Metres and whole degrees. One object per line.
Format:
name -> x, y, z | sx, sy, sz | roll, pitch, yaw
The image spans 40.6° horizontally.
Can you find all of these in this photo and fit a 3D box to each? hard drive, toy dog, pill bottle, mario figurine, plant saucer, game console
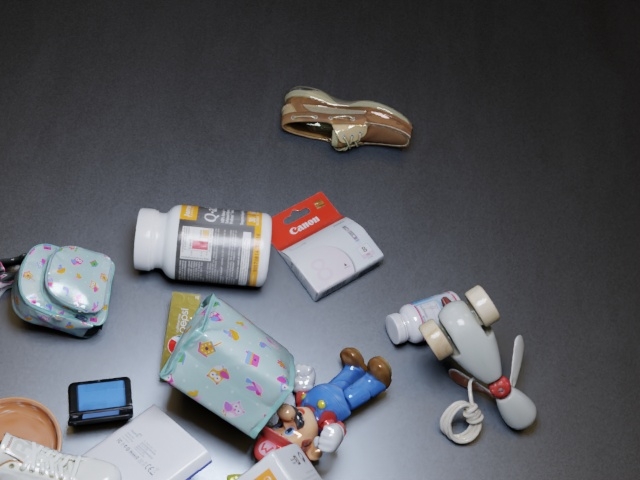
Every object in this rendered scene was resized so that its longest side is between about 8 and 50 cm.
hard drive -> -0.381, 0.442, 1.566 | 0.319, 0.040, 0.210 | -34, 34, -26
toy dog -> 0.322, 0.235, 1.792 | 0.220, 0.333, 0.161 | -13, 21, 0
pill bottle -> 0.226, 0.170, 1.870 | 0.160, 0.087, 0.087 | -16, 64, -18
mario figurine -> -0.007, 0.318, 1.687 | 0.170, 0.198, 0.320 | 48, 59, 4
plant saucer -> -0.582, 0.391, 1.616 | 0.200, 0.037, 0.200 | 2, 56, -2
pill bottle -> -0.248, 0.009, 1.838 | 0.278, 0.162, 0.162 | 6, 59, -7
game console -> -0.429, 0.312, 1.683 | 0.122, 0.107, 0.071 | -5, 89, -13

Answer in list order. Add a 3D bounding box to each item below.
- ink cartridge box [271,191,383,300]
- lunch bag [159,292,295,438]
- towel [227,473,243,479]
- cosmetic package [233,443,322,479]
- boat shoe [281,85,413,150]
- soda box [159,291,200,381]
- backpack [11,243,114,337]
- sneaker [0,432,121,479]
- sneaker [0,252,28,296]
ink cartridge box -> 0.000, 0.000, 1.951 | 0.189, 0.066, 0.232 | -29, 73, -23
lunch bag -> -0.168, 0.227, 1.680 | 0.223, 0.262, 0.160 | 35, 103, -8
towel -> -0.122, 0.554, 1.622 | 0.102, 0.021, 0.237 | 1, 60, -11
cosmetic package -> -0.019, 0.600, 1.463 | 0.230, 0.161, 0.453 | -39, 75, 6
boat shoe -> 0.057, -0.271, 2.092 | 0.324, 0.122, 0.120 | 14, 63, 8
soda box -> -0.288, 0.199, 1.779 | 0.061, 0.058, 0.181 | 7, 59, -7
backpack -> -0.515, 0.092, 1.731 | 0.188, 0.144, 0.165 | 14, 59, -18
sneaker -> -0.496, 0.398, 1.501 | 0.290, 0.123, 0.106 | 0, 33, 0
sneaker -> -0.666, 0.073, 1.774 | 0.178, 0.077, 0.072 | -32, 69, -24
